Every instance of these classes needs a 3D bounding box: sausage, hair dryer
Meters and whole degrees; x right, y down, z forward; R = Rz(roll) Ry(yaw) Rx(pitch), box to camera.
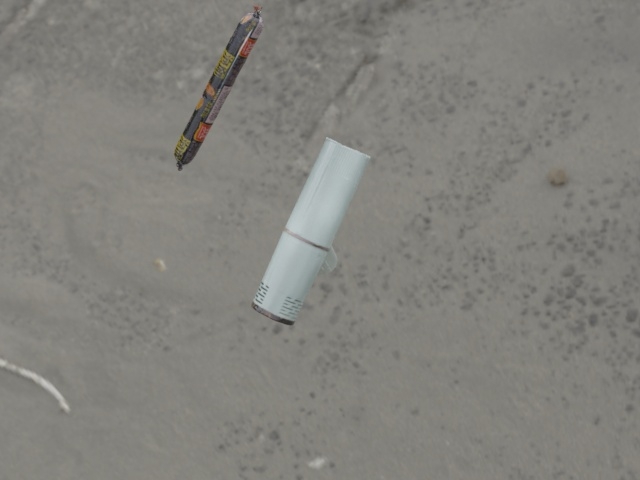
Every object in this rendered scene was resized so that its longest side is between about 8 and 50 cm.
[{"bbox_3d":[-0.105,-0.152,1.006,0.025,0.198,0.028,32,27,2],"label":"sausage"},{"bbox_3d":[0.004,-0.007,0.881,0.044,0.183,0.155,27,95,9],"label":"hair dryer"}]
